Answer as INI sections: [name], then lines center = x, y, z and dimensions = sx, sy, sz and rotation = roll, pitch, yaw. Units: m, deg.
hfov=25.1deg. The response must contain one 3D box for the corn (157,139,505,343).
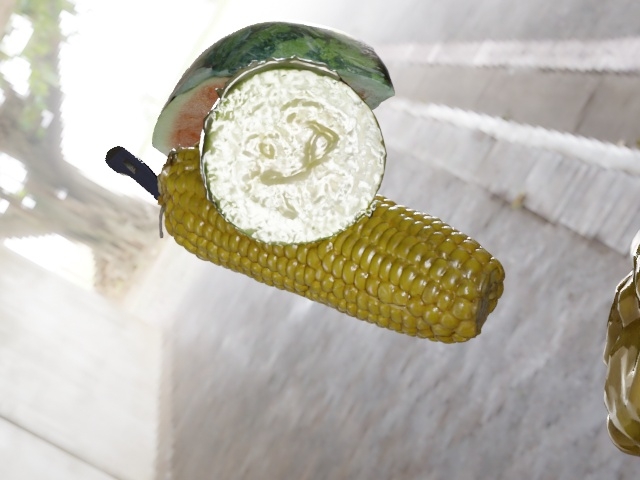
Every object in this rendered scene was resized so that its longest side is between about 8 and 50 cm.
[corn]
center = 0.000, 0.000, 1.105
dimensions = 0.106, 0.305, 0.106
rotation = -32, -46, -41

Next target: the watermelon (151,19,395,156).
[watermelon]
center = -0.057, -0.186, 1.793
dimensions = 0.305, 0.180, 0.224
rotation = -24, 8, 35

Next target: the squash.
[squash]
center = -0.029, -0.059, 0.964
dimensions = 0.123, 0.123, 0.186
rotation = -60, 9, 0

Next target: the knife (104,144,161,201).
[knife]
center = -0.203, -0.072, 1.625
dimensions = 0.121, 0.018, 0.031
rotation = 40, 99, 36

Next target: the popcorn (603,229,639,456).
[popcorn]
center = 0.290, 0.102, 0.625
dimensions = 0.349, 0.349, 0.382
rotation = -70, -15, -50
